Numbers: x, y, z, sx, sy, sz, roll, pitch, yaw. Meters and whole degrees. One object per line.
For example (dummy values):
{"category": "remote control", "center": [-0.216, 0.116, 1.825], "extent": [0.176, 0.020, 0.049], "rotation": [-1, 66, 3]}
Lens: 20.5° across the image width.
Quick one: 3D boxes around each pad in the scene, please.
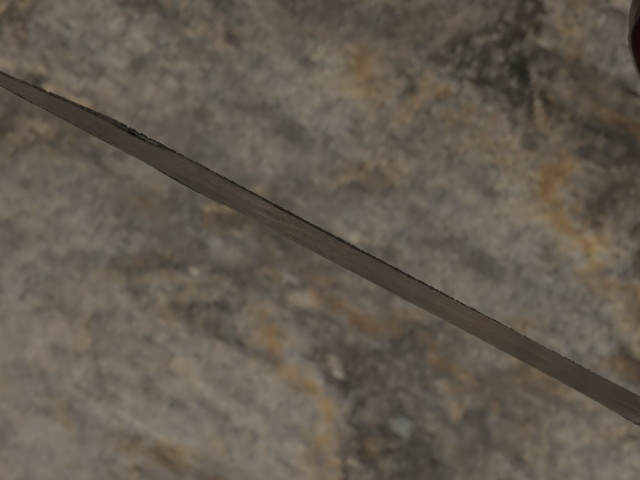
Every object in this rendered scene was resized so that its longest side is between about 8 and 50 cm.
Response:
{"category": "pad", "center": [0.000, 0.000, 0.413], "extent": [0.193, 0.004, 0.116], "rotation": [29, -177, 22]}

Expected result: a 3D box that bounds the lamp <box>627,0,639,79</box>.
{"category": "lamp", "center": [0.188, -0.096, 0.791], "extent": [0.101, 0.101, 0.090], "rotation": [9, 148, 30]}
